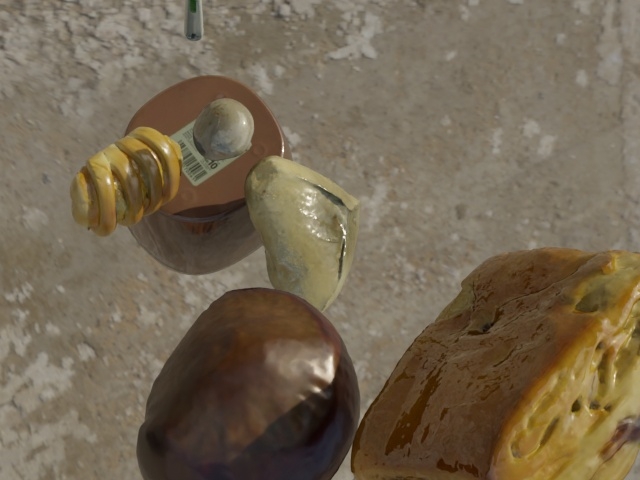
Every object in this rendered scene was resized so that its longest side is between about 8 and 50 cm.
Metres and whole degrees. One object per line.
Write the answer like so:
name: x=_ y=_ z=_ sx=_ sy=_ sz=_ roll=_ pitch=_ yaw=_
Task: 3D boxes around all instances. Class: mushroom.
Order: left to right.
mushroom: x=-0.118 y=-0.137 z=1.243 sx=0.079 sy=0.085 sz=0.085 roll=24 pitch=93 yaw=-57

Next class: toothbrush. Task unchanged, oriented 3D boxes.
toothbrush: x=-0.145 y=-0.316 z=1.108 sx=0.030 sy=0.304 sz=0.030 roll=2 pitch=69 yaw=-6

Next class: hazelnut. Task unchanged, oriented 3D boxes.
hazelnut: x=-0.059 y=0.140 z=0.797 sx=0.201 sy=0.160 sz=0.170 roll=-43 pitch=97 yaw=-9

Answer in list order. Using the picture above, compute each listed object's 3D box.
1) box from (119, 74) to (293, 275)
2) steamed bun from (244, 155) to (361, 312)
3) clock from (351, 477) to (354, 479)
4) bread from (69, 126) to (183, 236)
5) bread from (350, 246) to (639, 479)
box: x=-0.187 y=-0.111 z=1.540 sx=0.300 sy=0.216 sz=0.301 roll=1 pitch=76 yaw=-4
steamed bun: x=-0.013 y=-0.025 z=1.358 sx=0.212 sy=0.110 sz=0.231 roll=47 pitch=42 yaw=-38
clock: x=0.152 y=0.403 z=1.251 sx=0.188 sy=0.254 sz=0.189 roll=-33 pitch=151 yaw=-21
bread: x=-0.260 y=-0.076 z=1.317 sx=0.177 sy=0.084 sz=0.119 roll=-40 pitch=149 yaw=-41
bread: x=0.131 y=0.100 z=0.670 sx=0.099 sy=0.210 sz=0.235 roll=46 pitch=66 yaw=-20
